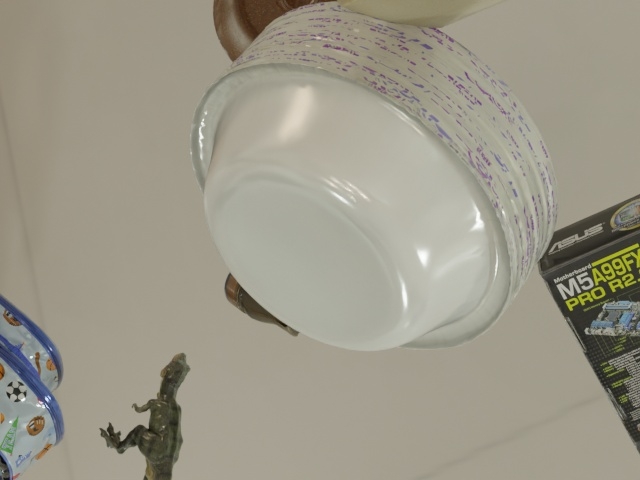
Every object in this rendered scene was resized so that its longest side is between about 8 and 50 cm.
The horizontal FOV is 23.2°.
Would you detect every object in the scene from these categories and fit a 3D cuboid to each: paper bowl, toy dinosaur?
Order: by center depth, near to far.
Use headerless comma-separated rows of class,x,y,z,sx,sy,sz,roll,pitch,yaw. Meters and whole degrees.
paper bowl,0.026,-0.029,1.192,0.148,0.284,0.284,-50,170,-36
toy dinosaur,-0.211,0.269,1.935,0.118,0.268,0.064,-20,152,33

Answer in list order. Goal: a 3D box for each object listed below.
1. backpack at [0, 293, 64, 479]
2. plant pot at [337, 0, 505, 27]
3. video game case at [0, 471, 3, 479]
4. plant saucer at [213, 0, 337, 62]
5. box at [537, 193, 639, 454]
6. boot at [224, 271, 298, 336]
backpack,-0.447,0.189,2.000,0.213,0.263,0.276,-40,166,-19
plant pot,0.062,-0.203,1.042,0.096,0.109,0.109,-10,178,-33
video game case,-0.204,0.114,0.615,0.201,0.183,0.023,24,108,-34
plant saucer,-0.022,-0.262,1.706,0.198,0.198,0.036,-17,167,0
box,0.343,0.043,1.277,0.270,0.060,0.216,-25,114,16
boot,0.000,0.000,1.620,0.082,0.106,0.219,34,91,-42
